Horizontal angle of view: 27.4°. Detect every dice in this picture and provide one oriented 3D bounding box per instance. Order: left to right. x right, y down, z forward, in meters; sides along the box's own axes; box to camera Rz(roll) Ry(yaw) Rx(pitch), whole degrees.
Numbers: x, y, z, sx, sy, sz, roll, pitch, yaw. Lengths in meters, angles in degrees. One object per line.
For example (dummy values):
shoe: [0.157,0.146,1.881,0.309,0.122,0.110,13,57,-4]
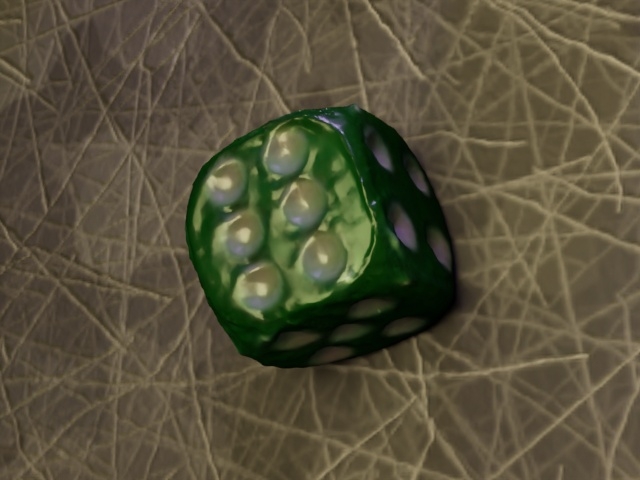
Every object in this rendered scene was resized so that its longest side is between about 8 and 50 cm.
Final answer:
dice: [0.000,0.000,0.810,0.131,0.120,0.128,-23,68,21]
